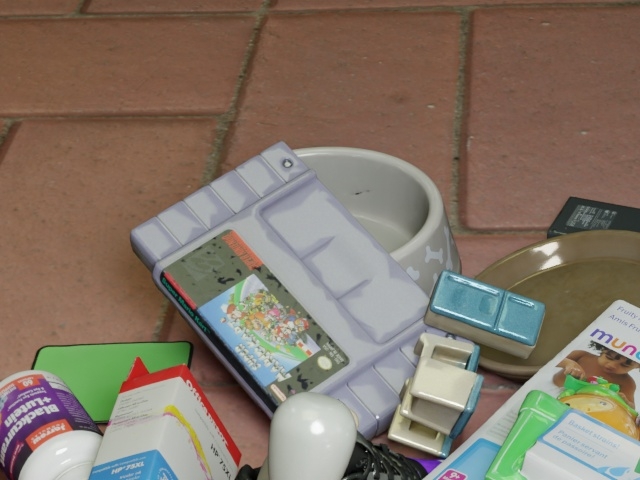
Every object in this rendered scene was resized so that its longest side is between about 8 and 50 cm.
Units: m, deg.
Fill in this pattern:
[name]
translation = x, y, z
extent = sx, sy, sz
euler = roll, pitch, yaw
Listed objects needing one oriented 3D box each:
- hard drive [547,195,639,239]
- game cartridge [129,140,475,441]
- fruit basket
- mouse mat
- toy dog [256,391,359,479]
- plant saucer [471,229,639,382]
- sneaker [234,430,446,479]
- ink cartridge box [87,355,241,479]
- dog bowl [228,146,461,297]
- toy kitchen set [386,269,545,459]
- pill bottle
[hard drive]
translation = 0.364, -0.015, 2.106
extent = 0.135, 0.022, 0.094
euler = 11, 36, 24
[game cartridge]
translation = -0.024, 0.065, 1.853
extent = 0.230, 0.068, 0.355
euler = -31, 64, -27
[fruit basket]
translation = 0.327, 0.200, 1.609
extent = 0.327, 0.165, 0.353
euler = 28, 52, 33
[mouse mat]
translation = -0.245, 0.163, 1.924
extent = 0.190, 0.007, 0.152
euler = -3, 32, 5
[toy dog]
translation = 0.003, 0.286, 1.464
extent = 0.220, 0.333, 0.161
euler = 42, 33, 18
[plant saucer]
translation = 0.284, 0.077, 1.906
extent = 0.278, 0.041, 0.278
euler = -16, 28, 9
[sneaker]
translation = 0.043, 0.240, 1.622
extent = 0.293, 0.146, 0.102
euler = -10, 33, -22
[ink cartridge box]
translation = -0.152, 0.222, 1.687
extent = 0.078, 0.134, 0.231
euler = -18, 29, 19
[dog bowl]
translation = 0.000, 0.000, 2.060
extent = 0.349, 0.102, 0.348
euler = -4, 33, 3
[toy kitchen set]
translation = 0.162, 0.115, 1.715
extent = 0.122, 0.166, 0.207
euler = 19, 62, 1
[pill bottle]
translation = -0.274, 0.225, 1.735
extent = 0.108, 0.108, 0.193
euler = -20, 36, -22
